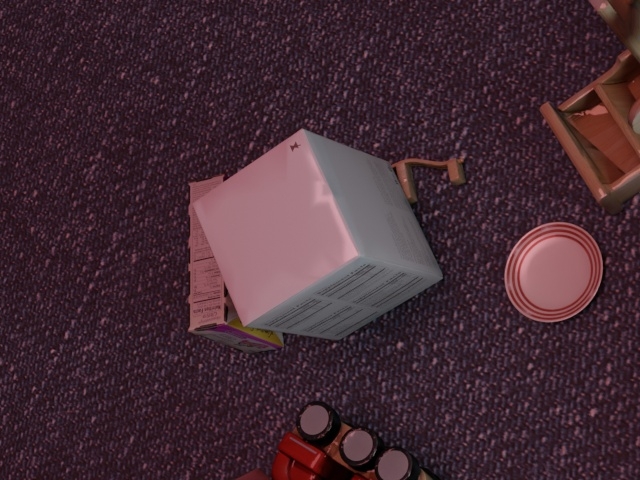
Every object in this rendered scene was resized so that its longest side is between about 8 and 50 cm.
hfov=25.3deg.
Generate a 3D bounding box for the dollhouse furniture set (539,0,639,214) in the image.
[{"bbox_3d":[0.362,-0.226,1.769,0.256,0.394,0.362,-37,59,16],"label":"dollhouse furniture set"}]

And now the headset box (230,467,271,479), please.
[{"bbox_3d":[-0.065,0.466,1.904,0.293,0.110,0.218,39,135,35],"label":"headset box"}]

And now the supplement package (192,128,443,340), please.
[{"bbox_3d":[0.000,0.000,1.974,0.198,0.262,0.199,-32,68,21],"label":"supplement package"}]

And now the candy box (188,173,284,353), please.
[{"bbox_3d":[-0.125,0.037,2.119,0.071,0.159,0.233,-12,69,29],"label":"candy box"}]

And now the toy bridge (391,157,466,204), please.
[{"bbox_3d":[0.126,-0.086,2.089,0.188,0.026,0.063,-21,63,25],"label":"toy bridge"}]

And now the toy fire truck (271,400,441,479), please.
[{"bbox_3d":[0.024,0.380,1.938,0.217,0.158,0.246,26,78,34],"label":"toy fire truck"}]

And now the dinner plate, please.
[{"bbox_3d":[0.317,0.044,1.935,0.141,0.017,0.141,-10,70,28],"label":"dinner plate"}]
